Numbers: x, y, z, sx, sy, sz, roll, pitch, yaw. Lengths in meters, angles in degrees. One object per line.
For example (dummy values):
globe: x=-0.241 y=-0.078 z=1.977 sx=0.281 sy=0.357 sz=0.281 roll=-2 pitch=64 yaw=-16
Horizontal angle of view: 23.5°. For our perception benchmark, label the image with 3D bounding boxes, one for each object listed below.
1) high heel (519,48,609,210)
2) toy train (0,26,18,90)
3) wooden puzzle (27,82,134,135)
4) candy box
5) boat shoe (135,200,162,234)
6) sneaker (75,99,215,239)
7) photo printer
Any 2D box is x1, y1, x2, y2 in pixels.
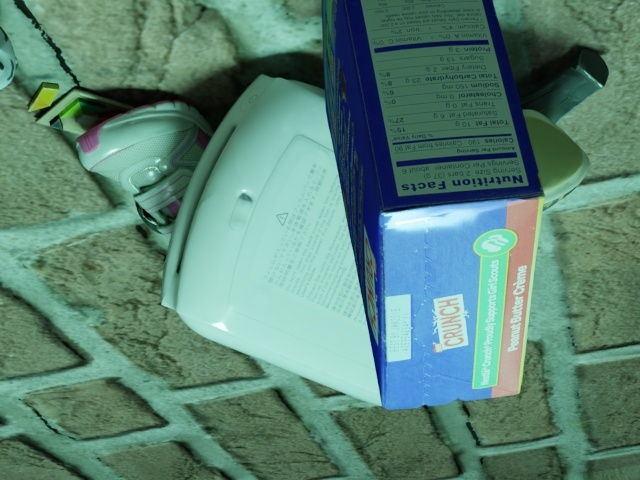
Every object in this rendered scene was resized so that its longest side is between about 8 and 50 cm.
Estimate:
high heel: x=0.163 y=-0.059 z=1.430 sx=0.093 sy=0.261 sz=0.186 roll=44 pitch=136 yaw=-7
toy train: x=-0.401 y=-0.104 z=1.270 sx=0.334 sy=0.142 sz=0.190 roll=-26 pitch=163 yaw=34
wooden puzzle: x=-0.221 y=-0.116 z=1.435 sx=0.116 sy=0.014 sz=0.078 roll=10 pitch=152 yaw=-36
candy box: x=0.076 y=-0.073 z=1.179 sx=0.122 sy=0.317 sz=0.268 roll=-6 pitch=146 yaw=-3
boat shoe: x=-0.170 y=-0.033 z=1.615 sx=0.049 sy=0.042 sz=0.133 roll=-7 pitch=159 yaw=-6
sneaker: x=-0.126 y=-0.054 z=1.475 sx=0.103 sy=0.111 sz=0.252 roll=-28 pitch=152 yaw=33
photo printer: x=0.000 y=0.000 z=1.460 sx=0.308 sy=0.256 sz=0.107 roll=25 pitch=177 yaw=-40
